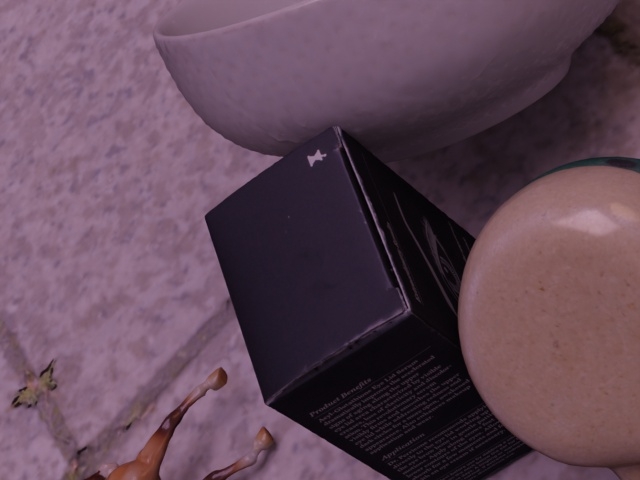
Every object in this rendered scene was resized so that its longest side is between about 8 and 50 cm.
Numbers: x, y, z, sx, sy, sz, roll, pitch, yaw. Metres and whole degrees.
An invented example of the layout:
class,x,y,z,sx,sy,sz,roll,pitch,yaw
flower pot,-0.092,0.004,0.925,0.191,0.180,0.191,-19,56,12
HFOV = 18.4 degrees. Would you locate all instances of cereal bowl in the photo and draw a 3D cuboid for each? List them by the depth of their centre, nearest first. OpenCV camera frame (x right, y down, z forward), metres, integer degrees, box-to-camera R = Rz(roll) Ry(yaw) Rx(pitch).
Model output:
class,x,y,z,sx,sy,sz,roll,pitch,yaw
cereal bowl,0.065,-0.147,1.314,0.339,0.141,0.339,-23,15,6

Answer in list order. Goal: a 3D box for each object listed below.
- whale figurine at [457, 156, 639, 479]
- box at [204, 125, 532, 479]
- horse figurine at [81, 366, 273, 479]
class,x,y,z,sx,sy,sz,roll,pitch,yaw
whale figurine,0.217,0.048,1.111,0.272,0.141,0.216,14,114,18
box,0.042,0.051,1.230,0.108,0.207,0.153,-34,50,18
horse figurine,-0.092,0.209,1.341,0.174,0.066,0.263,-38,46,6
